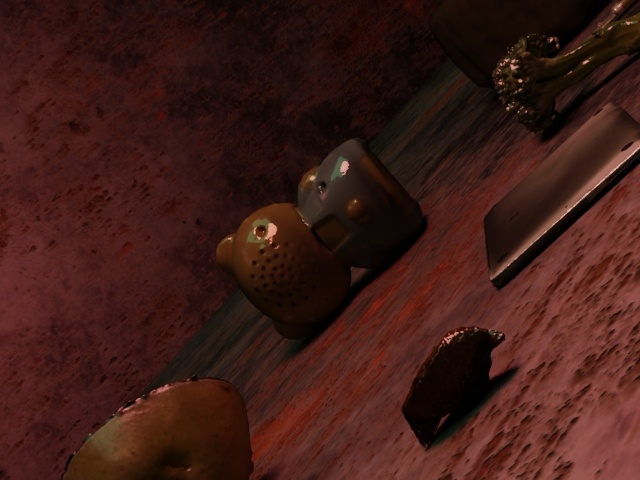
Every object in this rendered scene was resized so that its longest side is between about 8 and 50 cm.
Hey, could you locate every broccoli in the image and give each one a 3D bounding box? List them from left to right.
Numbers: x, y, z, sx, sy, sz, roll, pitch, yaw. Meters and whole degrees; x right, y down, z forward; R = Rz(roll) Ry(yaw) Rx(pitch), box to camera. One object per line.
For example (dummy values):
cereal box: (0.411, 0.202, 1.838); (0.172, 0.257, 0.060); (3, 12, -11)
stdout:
broccoli: (0.296, -0.210, 1.481); (0.204, 0.118, 0.122); (-26, -6, 32)

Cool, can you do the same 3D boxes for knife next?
knife: (0.408, -0.311, 1.779); (0.298, 0.017, 0.047); (-44, 12, 11)

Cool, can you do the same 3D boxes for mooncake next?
mooncake: (0.352, -0.422, 2.121); (0.356, 0.194, 0.356); (-47, 2, 2)

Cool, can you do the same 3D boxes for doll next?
doll: (0.000, 0.000, 1.717); (0.261, 0.177, 0.161); (-40, 6, 10)

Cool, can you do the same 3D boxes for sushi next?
sushi: (0.096, 0.099, 0.914); (0.099, 0.047, 0.050); (-61, -12, 19)

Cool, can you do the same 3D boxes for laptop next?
laptop: (0.228, -0.054, 1.212); (0.188, 0.015, 0.269); (-44, 5, 13)

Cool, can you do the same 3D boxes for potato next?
potato: (-0.134, 0.240, 1.201); (0.202, 0.182, 0.117); (-29, 39, -15)
